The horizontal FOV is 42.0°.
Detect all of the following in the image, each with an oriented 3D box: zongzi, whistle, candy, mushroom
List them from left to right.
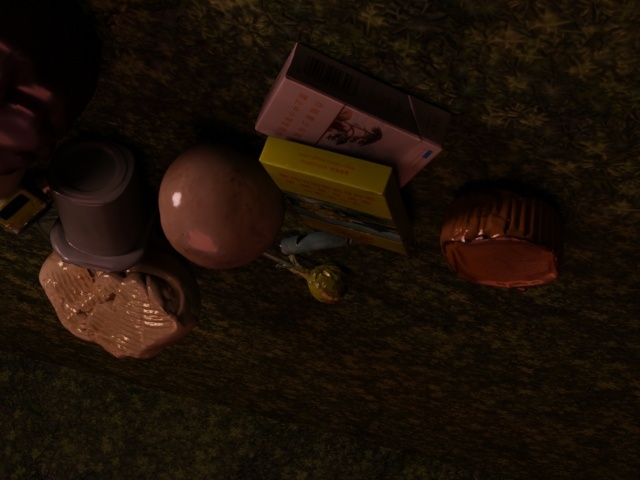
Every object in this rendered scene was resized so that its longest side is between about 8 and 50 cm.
[{"bbox_3d":[-0.584,-0.131,1.633,0.154,0.062,0.130,34,132,-2],"label":"zongzi"},{"bbox_3d":[-0.174,-0.058,1.344,0.209,0.206,0.206,4,153,38],"label":"mushroom"},{"bbox_3d":[-0.065,0.046,1.657,0.262,0.077,0.073,27,176,-2],"label":"candy"},{"bbox_3d":[0.000,0.000,1.538,0.186,0.039,0.039,-9,145,44],"label":"whistle"}]

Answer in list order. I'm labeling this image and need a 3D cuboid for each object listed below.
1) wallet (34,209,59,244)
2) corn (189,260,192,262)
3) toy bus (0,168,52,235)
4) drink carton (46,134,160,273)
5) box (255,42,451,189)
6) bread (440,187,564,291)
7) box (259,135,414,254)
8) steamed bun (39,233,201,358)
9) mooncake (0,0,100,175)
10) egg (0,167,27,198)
[{"bbox_3d":[-0.481,-0.017,1.778,0.236,0.055,0.160,-4,147,22],"label":"wallet"},{"bbox_3d":[-0.256,-0.020,1.617,0.068,0.068,0.207,10,152,14],"label":"corn"},{"bbox_3d":[-0.573,-0.104,1.512,0.175,0.088,0.101,48,-179,31],"label":"toy bus"},{"bbox_3d":[-0.386,-0.068,1.473,0.185,0.191,0.189,18,149,1],"label":"drink carton"},{"bbox_3d":[0.042,-0.162,1.143,0.233,0.067,0.149,23,156,-12],"label":"box"},{"bbox_3d":[0.281,-0.005,1.284,0.199,0.104,0.199,9,156,4],"label":"bread"},{"bbox_3d":[0.037,-0.060,1.279,0.187,0.047,0.335,16,169,15],"label":"box"},{"bbox_3d":[-0.377,0.088,1.685,0.289,0.203,0.276,-14,111,26],"label":"steamed bun"},{"bbox_3d":[-0.500,-0.258,1.126,0.381,0.212,0.350,21,149,-15],"label":"mooncake"},{"bbox_3d":[-0.573,-0.151,1.361,0.186,0.186,0.241,33,-169,-32],"label":"egg"}]
